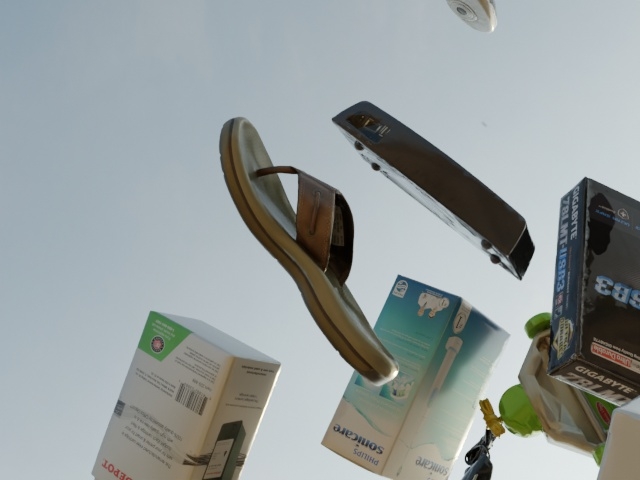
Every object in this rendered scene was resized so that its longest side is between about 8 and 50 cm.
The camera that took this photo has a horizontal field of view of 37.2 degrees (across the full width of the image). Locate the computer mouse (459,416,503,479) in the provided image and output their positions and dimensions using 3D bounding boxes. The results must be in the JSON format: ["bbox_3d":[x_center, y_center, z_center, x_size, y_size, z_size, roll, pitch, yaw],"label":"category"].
[{"bbox_3d":[0.266,0.459,1.732,0.060,0.262,0.184,17,-37,5],"label":"computer mouse"}]

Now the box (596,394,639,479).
[{"bbox_3d":[0.264,0.185,0.695,0.170,0.091,0.130,-2,-74,-58],"label":"box"}]

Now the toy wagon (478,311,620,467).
[{"bbox_3d":[0.416,0.224,1.486,0.344,0.267,0.068,-23,-39,2],"label":"toy wagon"}]

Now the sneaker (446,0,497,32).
[{"bbox_3d":[0.230,-0.420,1.419,0.121,0.079,0.217,-56,-47,-10],"label":"sneaker"}]

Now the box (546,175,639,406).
[{"bbox_3d":[0.450,0.095,1.269,0.295,0.293,0.073,24,-37,-12],"label":"box"}]

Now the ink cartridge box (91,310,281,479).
[{"bbox_3d":[-0.216,0.284,1.502,0.121,0.211,0.289,19,-87,-51],"label":"ink cartridge box"}]

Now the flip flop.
[{"bbox_3d":[0.000,0.000,0.855,0.080,0.112,0.277,-37,-108,11],"label":"flip flop"}]

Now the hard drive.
[{"bbox_3d":[0.137,-0.059,1.090,0.054,0.254,0.172,-50,-21,1],"label":"hard drive"}]

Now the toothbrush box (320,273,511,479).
[{"bbox_3d":[0.158,0.235,1.516,0.216,0.126,0.296,32,-101,-52],"label":"toothbrush box"}]
